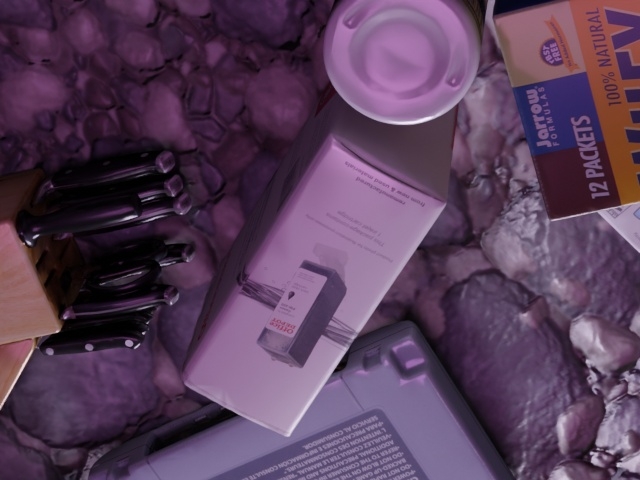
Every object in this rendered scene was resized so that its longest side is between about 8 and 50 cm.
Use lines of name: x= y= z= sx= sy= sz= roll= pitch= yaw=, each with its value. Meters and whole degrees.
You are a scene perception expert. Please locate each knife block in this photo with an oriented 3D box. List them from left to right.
knife block: x=-0.239 y=-0.001 z=1.261 sx=0.275 sy=0.088 sz=0.242 roll=28 pitch=118 yaw=-7

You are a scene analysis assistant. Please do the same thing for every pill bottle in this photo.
pill bottle: x=0.057 y=-0.147 z=1.089 sx=0.094 sy=0.169 sz=0.094 roll=4 pitch=118 yaw=7

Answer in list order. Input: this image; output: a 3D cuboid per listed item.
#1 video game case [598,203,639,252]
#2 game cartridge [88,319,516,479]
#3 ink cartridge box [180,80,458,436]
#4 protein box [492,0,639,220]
video game case: x=0.292 y=-0.020 z=1.210 sx=0.157 sy=0.019 sz=0.143 roll=42 pitch=116 yaw=-14
game cartridge: x=-0.008 y=0.198 z=1.354 sx=0.297 sy=0.062 sz=0.198 roll=-25 pitch=116 yaw=20
ink cartridge box: x=0.000 y=0.000 z=1.184 sx=0.092 sy=0.158 sz=0.218 roll=30 pitch=119 yaw=-9
protein box: x=0.222 y=-0.133 z=1.055 sx=0.201 sy=0.200 sz=0.136 roll=-12 pitch=115 yaw=15
